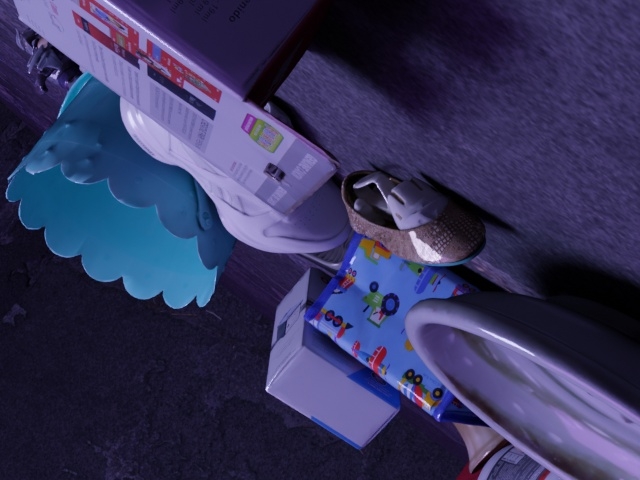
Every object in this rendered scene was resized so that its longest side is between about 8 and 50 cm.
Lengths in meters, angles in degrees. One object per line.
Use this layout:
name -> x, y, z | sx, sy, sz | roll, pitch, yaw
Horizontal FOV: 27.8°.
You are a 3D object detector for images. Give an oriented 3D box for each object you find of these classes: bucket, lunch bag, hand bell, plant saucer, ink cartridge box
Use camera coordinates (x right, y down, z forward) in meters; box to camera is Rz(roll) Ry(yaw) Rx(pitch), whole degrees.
bucket -> -0.205, -0.069, 1.512 | 0.281, 0.183, 0.281 | 22, 154, 11
lunch bag -> 0.163, 0.119, 1.487 | 0.221, 0.138, 0.293 | 34, -175, 38
hand bell -> 0.200, 0.227, 1.994 | 0.242, 0.126, 0.126 | 49, 175, 18
plant saucer -> 0.262, 0.149, 1.145 | 0.400, 0.100, 0.400 | 34, 167, 9
ink cartridge box -> 0.018, 0.135, 1.531 | 0.139, 0.082, 0.191 | 34, -158, -14
ink cartridge box -> -0.080, -0.157, 0.902 | 0.272, 0.130, 0.309 | 37, 172, -4

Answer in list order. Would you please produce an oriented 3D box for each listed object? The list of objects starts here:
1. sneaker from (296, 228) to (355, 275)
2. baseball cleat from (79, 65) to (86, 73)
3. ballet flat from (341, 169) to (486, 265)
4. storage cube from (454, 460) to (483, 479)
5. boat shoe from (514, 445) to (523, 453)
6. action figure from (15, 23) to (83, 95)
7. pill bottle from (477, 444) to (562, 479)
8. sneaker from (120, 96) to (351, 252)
sneaker -> 0.000, 0.000, 1.589 | 0.222, 0.083, 0.118 | 35, 177, 44
baseball cleat -> -0.260, -0.199, 1.663 | 0.109, 0.072, 0.206 | 40, 171, -16
ballet flat -> 0.074, -0.027, 1.182 | 0.067, 0.073, 0.206 | 58, 161, -23
storage cube -> 0.337, 0.425, 2.069 | 0.215, 0.193, 0.183 | 40, 172, -15
boat shoe -> 0.194, 0.190, 1.727 | 0.109, 0.098, 0.302 | 44, 170, -37
action figure -> -0.336, -0.213, 1.833 | 0.285, 0.099, 0.185 | 41, -172, 15
pill bottle -> 0.327, 0.363, 1.708 | 0.210, 0.210, 0.363 | 39, 172, -3
sneaker -> -0.066, -0.075, 1.350 | 0.305, 0.114, 0.152 | 36, 160, -32
